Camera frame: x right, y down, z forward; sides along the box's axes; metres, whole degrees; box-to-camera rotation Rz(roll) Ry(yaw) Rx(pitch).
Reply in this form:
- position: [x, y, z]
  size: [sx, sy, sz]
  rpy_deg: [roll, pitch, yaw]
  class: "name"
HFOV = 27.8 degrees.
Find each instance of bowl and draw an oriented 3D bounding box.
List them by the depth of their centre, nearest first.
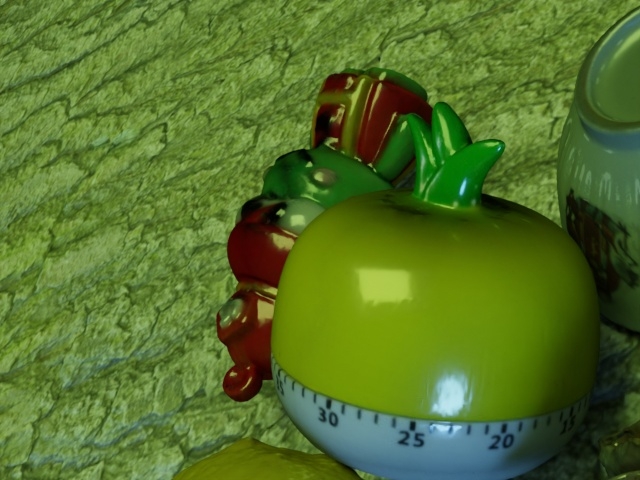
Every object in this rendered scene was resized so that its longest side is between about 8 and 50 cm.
- position: [0.308, -0.099, 1.054]
  size: [0.337, 0.157, 0.337]
  rpy_deg: [-29, 38, 26]
  class: "bowl"

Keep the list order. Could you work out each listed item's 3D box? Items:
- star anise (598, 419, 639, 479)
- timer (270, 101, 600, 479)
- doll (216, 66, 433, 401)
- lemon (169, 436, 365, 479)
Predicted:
- position: [0.282, 0.179, 0.812]
  size: [0.331, 0.118, 0.332]
  rpy_deg: [-20, 18, 7]
  class: "star anise"
- position: [0.093, 0.027, 1.013]
  size: [0.285, 0.285, 0.285]
  rpy_deg: [-28, 38, 25]
  class: "timer"
- position: [0.000, -0.001, 1.293]
  size: [0.182, 0.160, 0.363]
  rpy_deg: [10, 65, 52]
  class: "doll"
- position: [-0.038, 0.276, 0.996]
  size: [0.288, 0.233, 0.233]
  rpy_deg: [6, 60, 52]
  class: "lemon"
